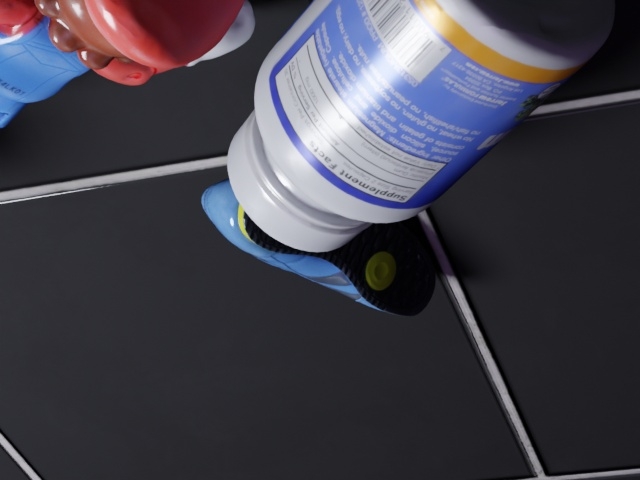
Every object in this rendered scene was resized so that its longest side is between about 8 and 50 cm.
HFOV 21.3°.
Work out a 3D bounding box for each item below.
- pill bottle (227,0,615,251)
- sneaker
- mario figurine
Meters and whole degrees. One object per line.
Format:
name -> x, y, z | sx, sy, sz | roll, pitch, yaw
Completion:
pill bottle -> 0.052, -0.105, 1.104 | 0.152, 0.152, 0.272 | 24, 139, -20
sneaker -> 0.000, 0.000, 1.328 | 0.209, 0.069, 0.082 | 25, 172, -34
mario figurine -> -0.173, -0.165, 1.108 | 0.320, 0.198, 0.170 | -21, 93, 32
